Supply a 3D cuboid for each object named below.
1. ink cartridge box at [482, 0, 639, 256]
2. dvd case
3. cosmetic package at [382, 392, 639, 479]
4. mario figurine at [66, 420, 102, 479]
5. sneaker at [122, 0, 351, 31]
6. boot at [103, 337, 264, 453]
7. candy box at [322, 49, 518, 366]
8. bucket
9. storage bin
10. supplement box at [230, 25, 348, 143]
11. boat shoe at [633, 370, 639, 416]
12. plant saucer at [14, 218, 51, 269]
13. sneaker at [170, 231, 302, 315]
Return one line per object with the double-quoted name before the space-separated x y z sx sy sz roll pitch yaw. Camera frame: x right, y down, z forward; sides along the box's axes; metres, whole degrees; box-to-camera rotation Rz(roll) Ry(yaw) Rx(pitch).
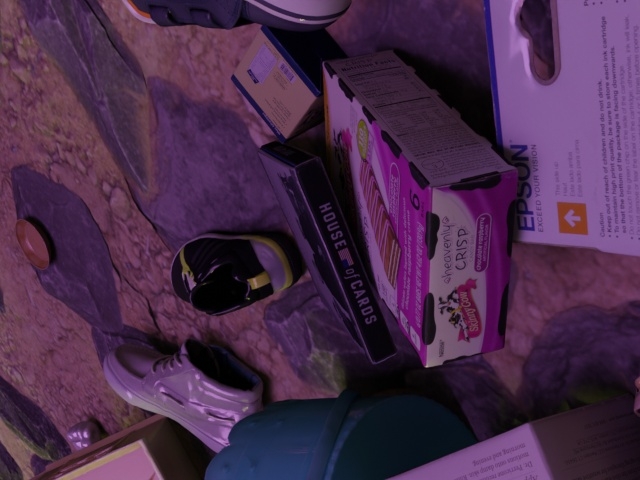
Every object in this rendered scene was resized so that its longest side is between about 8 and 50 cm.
"ink cartridge box" 0.248 -0.145 0.575 0.330 0.071 0.324 8 112 46
"dvd case" 0.000 0.000 0.905 0.238 0.029 0.179 -135 22 -76
"cosmetic package" 0.210 0.335 0.798 0.197 0.155 0.366 -34 68 45
"mario figurine" -0.403 0.431 1.623 0.198 0.170 0.320 50 143 13
"sneaker" -0.091 -0.240 0.862 0.321 0.126 0.128 43 137 34
"boot" -0.175 0.169 1.272 0.258 0.095 0.124 24 126 24
"candy box" 0.070 -0.035 0.785 0.233 0.071 0.159 -120 23 -54
"bucket" 0.034 0.282 0.978 0.183 0.281 0.281 -21 100 45
"storage bin" -0.285 0.425 1.427 0.260 0.123 0.262 -26 97 13
"supplement box" -0.025 -0.151 0.903 0.083 0.056 0.083 52 141 7
"boat shoe" 0.279 0.109 0.705 0.109 0.098 0.303 15 116 43
"plant saucer" -0.427 0.003 1.474 0.083 0.015 0.084 26 132 33
"sneaker" -0.121 0.039 1.104 0.234 0.097 0.084 -15 104 51
